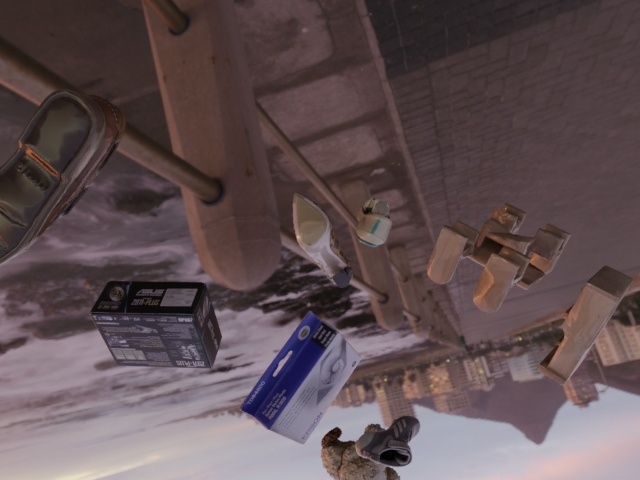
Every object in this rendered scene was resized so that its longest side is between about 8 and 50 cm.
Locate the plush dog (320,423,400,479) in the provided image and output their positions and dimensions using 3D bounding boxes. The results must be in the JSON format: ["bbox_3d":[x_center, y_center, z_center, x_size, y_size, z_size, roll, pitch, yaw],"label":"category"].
[{"bbox_3d":[0.098,0.695,1.503,0.225,0.262,0.211,6,-151,41],"label":"plush dog"}]

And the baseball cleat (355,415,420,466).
[{"bbox_3d":[0.170,0.437,1.049,0.206,0.072,0.109,-3,-169,-42],"label":"baseball cleat"}]

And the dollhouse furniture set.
[{"bbox_3d":[0.513,0.122,1.249,0.362,0.394,0.256,-17,131,-45],"label":"dollhouse furniture set"}]

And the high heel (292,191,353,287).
[{"bbox_3d":[0.000,0.000,1.244,0.093,0.261,0.186,-28,179,3],"label":"high heel"}]

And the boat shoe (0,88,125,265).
[{"bbox_3d":[-0.376,-0.067,0.665,0.307,0.110,0.104,-40,180,11],"label":"boat shoe"}]

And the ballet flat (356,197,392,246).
[{"bbox_3d":[0.125,-0.054,1.090,0.086,0.086,0.248,-17,-166,8],"label":"ballet flat"}]

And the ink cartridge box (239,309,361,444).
[{"bbox_3d":[-0.026,0.275,0.958,0.223,0.045,0.224,-54,143,-12],"label":"ink cartridge box"}]

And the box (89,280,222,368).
[{"bbox_3d":[-0.281,0.149,0.861,0.180,0.077,0.147,0,130,7],"label":"box"}]
